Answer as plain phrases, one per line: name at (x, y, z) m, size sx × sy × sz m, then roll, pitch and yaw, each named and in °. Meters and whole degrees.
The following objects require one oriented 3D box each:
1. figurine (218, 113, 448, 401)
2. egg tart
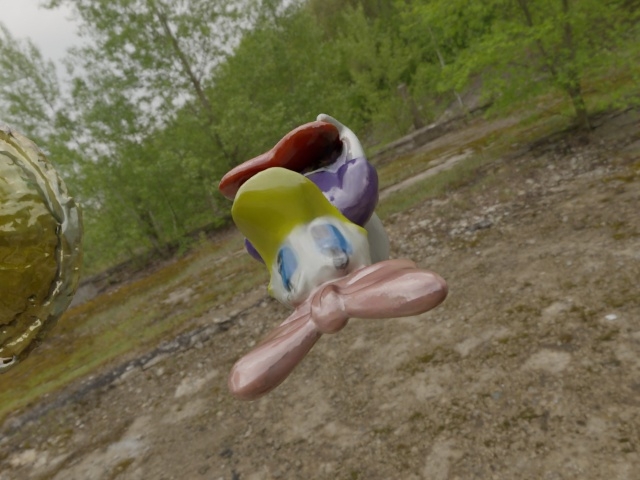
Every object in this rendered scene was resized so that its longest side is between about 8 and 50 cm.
figurine at (-0.002, -0.005, 0.504) m, size 0.154 × 0.193 × 0.421 m, roll -30°, pitch 3°, yaw 7°
egg tart at (-0.427, 0.009, 0.613) m, size 0.315 × 0.315 × 0.120 m, roll -22°, pitch -1°, yaw 8°
